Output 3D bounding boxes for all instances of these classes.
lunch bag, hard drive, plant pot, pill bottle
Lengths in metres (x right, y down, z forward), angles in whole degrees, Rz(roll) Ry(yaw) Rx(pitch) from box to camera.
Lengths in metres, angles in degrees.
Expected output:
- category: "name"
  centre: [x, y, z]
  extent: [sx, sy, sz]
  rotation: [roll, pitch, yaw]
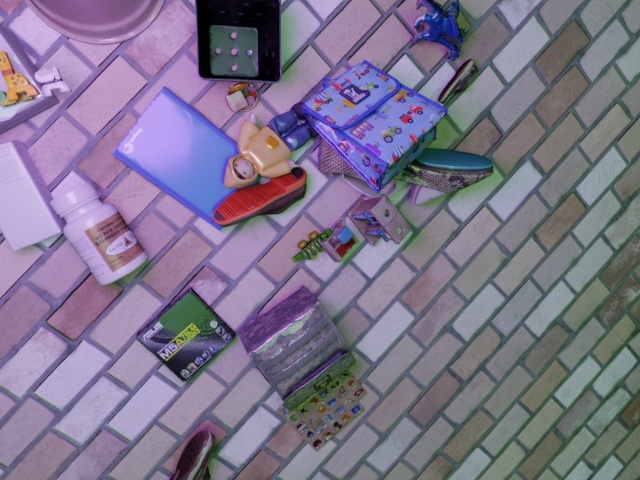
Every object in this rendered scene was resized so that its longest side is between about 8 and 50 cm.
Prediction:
- category: "lunch bag"
  centre: [0.116, -0.303, 1.180]
  extent: [0.293, 0.138, 0.221]
  rotation: [43, 73, 14]
- category: "hard drive"
  centre: [-0.324, -0.202, 1.224]
  extent: [0.319, 0.040, 0.210]
  rotation: [37, 90, -18]
- category: "plant pot"
  centre: [-0.489, -0.598, 0.968]
  extent: [0.334, 0.305, 0.333]
  rotation: [-3, 101, -14]
- category: "lunch bag"
  centre: [-0.051, 0.316, 1.330]
  extent: [0.235, 0.169, 0.287]
  rotation: [-35, 114, -10]
- category: "pill bottle"
  centre: [-0.532, -0.019, 1.156]
  extent: [0.131, 0.131, 0.229]
  rotation: [-31, 106, -7]
- category: "plant pot"
  centre: [-0.199, -0.464, 1.142]
  extent: [0.188, 0.167, 0.187]
  rotation: [-2, 102, -15]

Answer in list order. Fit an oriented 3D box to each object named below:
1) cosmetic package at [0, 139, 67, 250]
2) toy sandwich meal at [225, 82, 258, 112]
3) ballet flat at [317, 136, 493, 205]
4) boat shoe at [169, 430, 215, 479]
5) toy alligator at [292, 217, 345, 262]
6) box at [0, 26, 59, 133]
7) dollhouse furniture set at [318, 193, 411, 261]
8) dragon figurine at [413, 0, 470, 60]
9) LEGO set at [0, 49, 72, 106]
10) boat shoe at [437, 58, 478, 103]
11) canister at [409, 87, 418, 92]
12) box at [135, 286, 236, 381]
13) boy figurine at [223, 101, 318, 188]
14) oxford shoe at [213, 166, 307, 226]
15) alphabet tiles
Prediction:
- category: "cosmetic package"
  centre: [-0.705, -0.105, 1.122]
  extent: [0.118, 0.085, 0.230]
  rotation: [-23, 107, -9]
- category: "toy sandwich meal"
  centre: [-0.200, -0.364, 1.223]
  extent: [0.086, 0.029, 0.085]
  rotation: [-4, 117, -8]
- category: "ballet flat"
  centre: [0.223, -0.191, 1.328]
  extent: [0.484, 0.164, 0.181]
  rotation: [10, 119, -11]
- category: "boat shoe"
  centre: [-0.352, 0.651, 1.360]
  extent: [0.095, 0.095, 0.257]
  rotation: [27, 99, -31]
- category: "toy alligator"
  centre: [0.000, 0.000, 1.340]
  extent: [0.190, 0.051, 0.056]
  rotation: [-39, 108, -5]
- category: "box"
  centre: [-0.719, -0.344, 1.053]
  extent: [0.181, 0.119, 0.181]
  rotation: [-32, 107, -7]
- category: "dollhouse furniture set"
  centre: [0.122, -0.011, 1.304]
  extent: [0.183, 0.129, 0.129]
  rotation: [-47, 109, -22]
- category: "dragon figurine"
  centre: [0.316, -0.569, 1.240]
  extent: [0.144, 0.289, 0.085]
  rotation: [4, 78, 13]
- category: "LEGO set"
  centre: [-0.643, -0.323, 0.969]
  extent: [0.227, 0.087, 0.093]
  rotation: [-18, 106, -13]
- category: "boat shoe"
  centre: [0.392, -0.441, 1.358]
  extent: [0.049, 0.056, 0.152]
  rotation: [38, 89, -13]
- category: "canister"
  centre: [0.162, -0.374, 1.303]
  extent: [0.170, 0.073, 0.126]
  rotation: [18, 94, -16]
- category: "box"
  centre: [-0.359, 0.254, 1.299]
  extent: [0.191, 0.045, 0.184]
  rotation: [-41, 110, -5]
- category: "boy figurine"
  centre: [-0.137, -0.236, 1.210]
  extent: [0.285, 0.092, 0.177]
  rotation: [-41, 103, -22]
- category: "oxford shoe"
  centre: [-0.145, -0.091, 1.244]
  extent: [0.272, 0.097, 0.098]
  rotation: [-28, 140, -20]
- category: "alphabet tiles"
  centre: [0.019, 0.499, 1.462]
  extent: [0.237, 0.009, 0.198]
  rotation: [-40, 107, -5]
